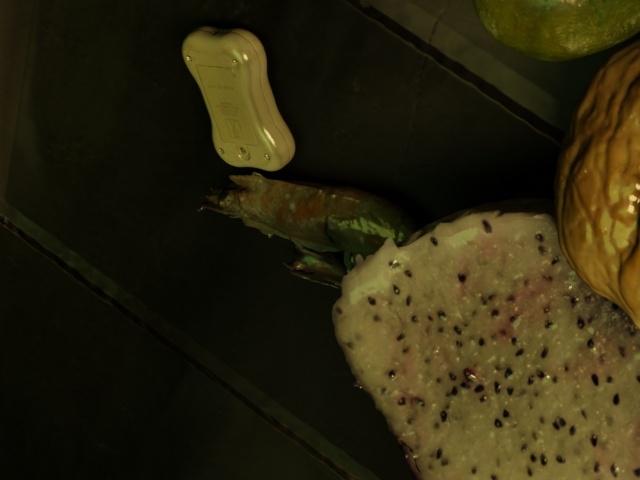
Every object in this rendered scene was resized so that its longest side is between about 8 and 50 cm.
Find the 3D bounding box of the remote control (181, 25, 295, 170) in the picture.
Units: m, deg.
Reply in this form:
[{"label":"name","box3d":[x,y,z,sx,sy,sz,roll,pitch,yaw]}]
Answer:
[{"label":"remote control","box3d":[-0.063,-0.111,1.521,0.074,0.032,0.122,11,131,38]}]

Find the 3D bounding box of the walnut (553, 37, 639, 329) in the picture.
[{"label":"walnut","box3d":[0.221,-0.034,1.205,0.155,0.155,0.184,18,100,33]}]

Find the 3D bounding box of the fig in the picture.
[{"label":"fig","box3d":[0.151,-0.153,1.215,0.123,0.123,0.156,30,151,20]}]

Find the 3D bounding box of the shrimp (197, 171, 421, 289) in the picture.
[{"label":"shrimp","box3d":[0.000,0.000,1.556,0.223,0.047,0.126,15,142,33]}]

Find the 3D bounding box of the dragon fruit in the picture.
[{"label":"dragon fruit","box3d":[0.174,0.099,1.364,0.221,0.204,0.283,-44,66,27]}]
